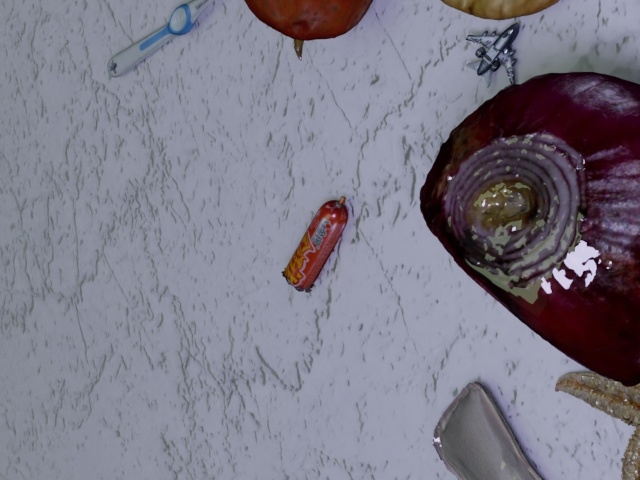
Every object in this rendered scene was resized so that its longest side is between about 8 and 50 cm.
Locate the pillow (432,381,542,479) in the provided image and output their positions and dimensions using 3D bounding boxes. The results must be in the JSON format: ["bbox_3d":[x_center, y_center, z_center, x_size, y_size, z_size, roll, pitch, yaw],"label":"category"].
[{"bbox_3d":[0.213,0.284,2.002,0.232,0.038,0.130,58,137,24],"label":"pillow"}]

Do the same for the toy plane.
[{"bbox_3d":[0.198,-0.213,1.927,0.078,0.031,0.083,46,133,12],"label":"toy plane"}]

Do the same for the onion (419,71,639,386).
[{"bbox_3d":[0.269,-0.039,1.708,0.260,0.282,0.336,-54,47,16],"label":"onion"}]

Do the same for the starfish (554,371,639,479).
[{"bbox_3d":[0.358,0.212,1.822,0.295,0.048,0.231,0,98,49],"label":"starfish"}]

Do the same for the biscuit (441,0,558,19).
[{"bbox_3d":[0.205,-0.341,1.891,0.260,0.041,0.203,-27,81,48],"label":"biscuit"}]

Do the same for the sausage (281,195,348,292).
[{"bbox_3d":[0.000,0.000,2.177,0.050,0.048,0.145,-88,23,-52],"label":"sausage"}]

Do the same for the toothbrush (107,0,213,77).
[{"bbox_3d":[-0.195,-0.298,2.338,0.386,0.040,0.040,-25,79,48],"label":"toothbrush"}]

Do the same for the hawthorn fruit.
[{"bbox_3d":[-0.016,-0.314,2.042,0.179,0.179,0.200,32,126,40],"label":"hawthorn fruit"}]
